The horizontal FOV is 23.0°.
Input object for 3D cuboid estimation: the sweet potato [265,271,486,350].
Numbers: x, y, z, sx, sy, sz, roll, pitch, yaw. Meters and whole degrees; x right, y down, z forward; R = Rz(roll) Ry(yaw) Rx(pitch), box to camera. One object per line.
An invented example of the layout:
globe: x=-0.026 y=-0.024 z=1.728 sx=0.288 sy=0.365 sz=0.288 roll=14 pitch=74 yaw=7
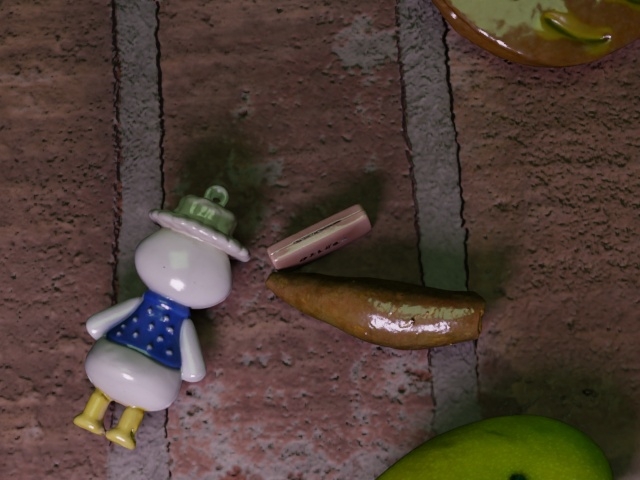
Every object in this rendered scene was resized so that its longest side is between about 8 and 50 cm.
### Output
sweet potato: x=0.054 y=0.076 z=1.646 sx=0.244 sy=0.077 sz=0.077 roll=5 pitch=71 yaw=18

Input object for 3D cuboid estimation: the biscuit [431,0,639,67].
biscuit: x=0.275 y=-0.381 z=1.732 sx=0.350 sy=0.070 sz=0.394 roll=40 pitch=81 yaw=5

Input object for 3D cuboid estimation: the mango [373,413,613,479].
mango: x=0.146 y=0.269 z=1.523 sx=0.293 sy=0.143 sz=0.175 roll=-30 pitch=69 yaw=-12

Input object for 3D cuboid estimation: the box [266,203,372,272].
box: x=0.000 y=0.000 z=1.692 sx=0.115 sy=0.048 sz=0.025 roll=-25 pitch=64 yaw=-1

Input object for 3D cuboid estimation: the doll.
doll: x=-0.166 y=0.074 z=1.663 sx=0.138 sy=0.119 sz=0.293 roll=22 pitch=81 yaw=8
